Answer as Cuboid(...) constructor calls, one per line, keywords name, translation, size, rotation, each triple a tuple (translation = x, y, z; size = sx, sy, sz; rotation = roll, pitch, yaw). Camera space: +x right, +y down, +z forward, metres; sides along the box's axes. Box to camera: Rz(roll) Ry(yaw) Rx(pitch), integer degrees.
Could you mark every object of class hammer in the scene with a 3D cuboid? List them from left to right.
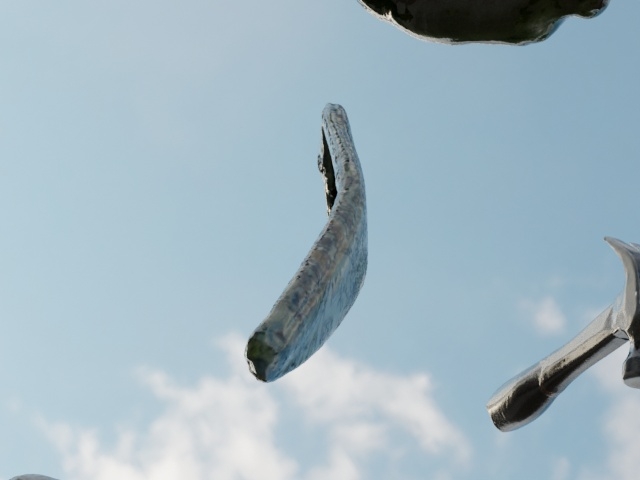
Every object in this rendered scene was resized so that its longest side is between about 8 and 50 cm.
Cuboid(name="hammer", translation=(0.208, 0.094, 1.541), size=(0.290, 0.037, 0.137), rotation=(131, -30, -60))

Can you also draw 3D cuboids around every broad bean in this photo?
Cuboid(name="broad bean", translation=(0.083, -0.211, 1.307), size=(0.144, 0.049, 0.292), rotation=(-45, -130, 14))

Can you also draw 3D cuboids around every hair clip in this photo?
Cuboid(name="hair clip", translation=(0.003, 0.000, 0.783), size=(0.036, 0.229, 0.066), rotation=(4, -66, 6))

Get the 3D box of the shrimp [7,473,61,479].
Cuboid(name="shrimp", translation=(-0.035, 0.161, 0.812), size=(0.248, 0.068, 0.150), rotation=(22, -11, 13))
